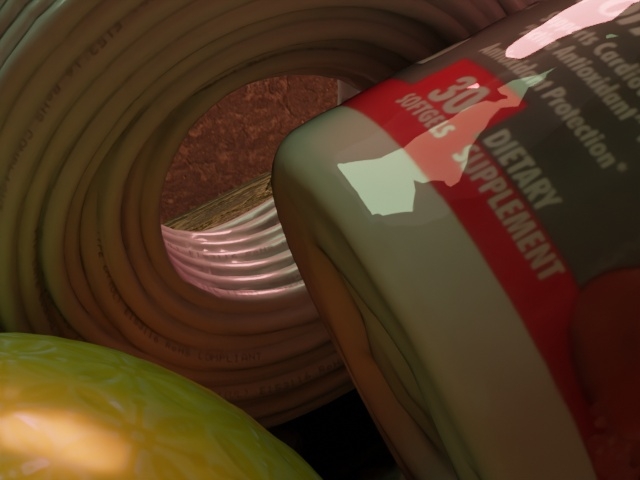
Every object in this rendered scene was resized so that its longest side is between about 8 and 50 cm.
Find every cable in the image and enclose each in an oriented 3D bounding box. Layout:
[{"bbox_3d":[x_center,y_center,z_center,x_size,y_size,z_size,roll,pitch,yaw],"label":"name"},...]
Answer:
[{"bbox_3d":[-0.029,-0.036,0.515,0.257,0.257,0.089,-55,42,18],"label":"cable"}]

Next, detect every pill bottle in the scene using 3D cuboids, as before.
[{"bbox_3d":[0.159,-0.027,0.451,0.318,0.176,0.176,-28,7,-9],"label":"pill bottle"}]

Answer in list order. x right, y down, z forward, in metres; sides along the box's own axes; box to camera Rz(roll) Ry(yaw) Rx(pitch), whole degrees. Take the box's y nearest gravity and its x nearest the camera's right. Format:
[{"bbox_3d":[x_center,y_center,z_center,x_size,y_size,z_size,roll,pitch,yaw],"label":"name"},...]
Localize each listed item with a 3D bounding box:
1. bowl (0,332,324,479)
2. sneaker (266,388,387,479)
[{"bbox_3d":[-0.142,0.112,0.365,0.289,0.156,0.289,-29,22,13],"label":"bowl"},{"bbox_3d":[0.000,0.071,0.704,0.121,0.111,0.300,-11,20,29],"label":"sneaker"}]
